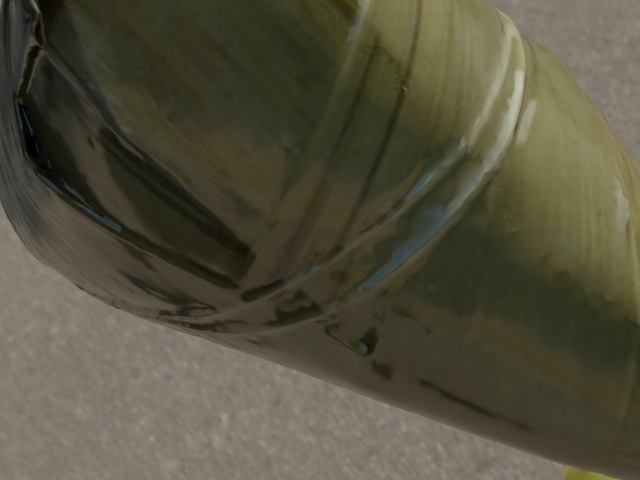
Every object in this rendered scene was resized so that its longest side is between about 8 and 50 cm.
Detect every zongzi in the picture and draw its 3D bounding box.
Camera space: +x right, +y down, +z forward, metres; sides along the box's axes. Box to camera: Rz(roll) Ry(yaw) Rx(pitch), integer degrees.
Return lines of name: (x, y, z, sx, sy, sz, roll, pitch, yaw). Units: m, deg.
zongzi: (0.000, 0.000, 0.704, 0.181, 0.418, 0.447, -53, 10, -14)

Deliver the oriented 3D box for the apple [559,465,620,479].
apple: (0.330, 0.261, 1.293, 0.262, 0.262, 0.262, -19, 43, 18)
